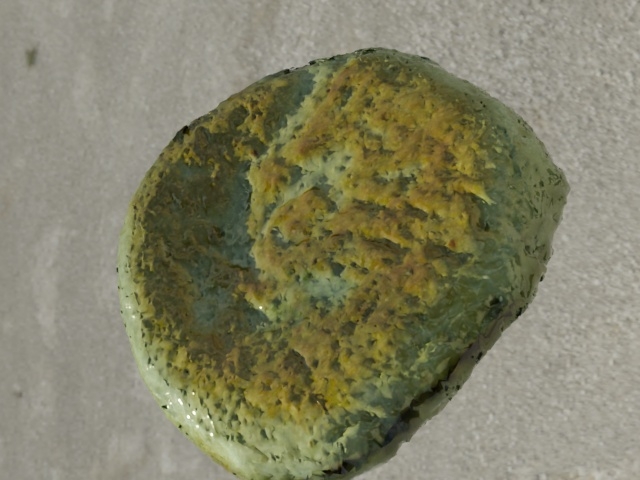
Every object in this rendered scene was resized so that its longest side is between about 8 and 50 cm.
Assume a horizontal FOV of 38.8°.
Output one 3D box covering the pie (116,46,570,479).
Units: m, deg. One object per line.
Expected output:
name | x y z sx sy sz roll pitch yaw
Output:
pie | 0.000 0.000 0.609 0.323 0.070 0.323 -10 56 15
